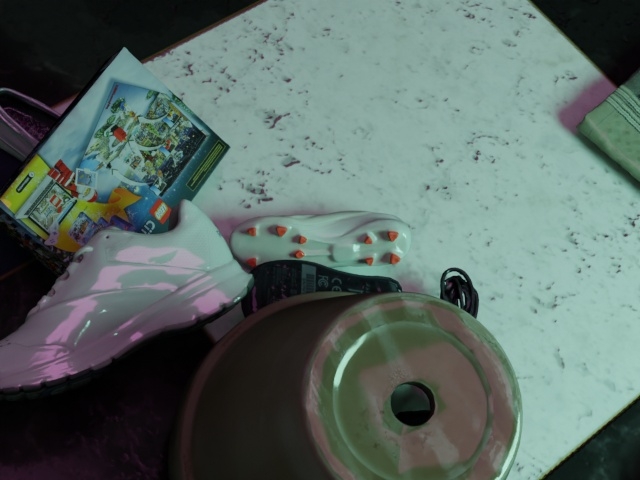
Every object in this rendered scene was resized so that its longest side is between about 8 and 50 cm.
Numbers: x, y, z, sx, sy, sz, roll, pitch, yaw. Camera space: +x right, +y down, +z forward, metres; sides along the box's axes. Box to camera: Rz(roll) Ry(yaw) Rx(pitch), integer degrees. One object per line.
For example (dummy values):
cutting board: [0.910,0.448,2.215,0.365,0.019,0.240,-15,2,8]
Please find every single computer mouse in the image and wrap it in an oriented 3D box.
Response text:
computer mouse: [0.042,0.116,1.443,0.262,0.060,0.184,3,66,-16]

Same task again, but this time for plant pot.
plant pot: [0.042,0.172,1.236,0.323,0.280,0.323,5,69,-14]

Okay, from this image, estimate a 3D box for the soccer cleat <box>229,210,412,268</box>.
soccer cleat: [0.000,0.000,1.499,0.196,0.068,0.076,0,20,-2]

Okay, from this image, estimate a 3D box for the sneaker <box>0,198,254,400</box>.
sneaker: [-0.216,0.063,1.344,0.297,0.111,0.129,-26,87,-22]

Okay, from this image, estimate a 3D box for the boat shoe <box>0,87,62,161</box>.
boat shoe: [-0.276,-0.103,1.481,0.184,0.063,0.066,36,56,7]

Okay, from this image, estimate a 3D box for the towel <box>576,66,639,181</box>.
towel: [0.516,-0.115,1.718,0.312,0.056,0.324,-39,77,-28]

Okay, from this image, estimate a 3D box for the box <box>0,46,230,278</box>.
box: [-0.217,-0.064,1.439,0.159,0.044,0.233,44,59,-18]
